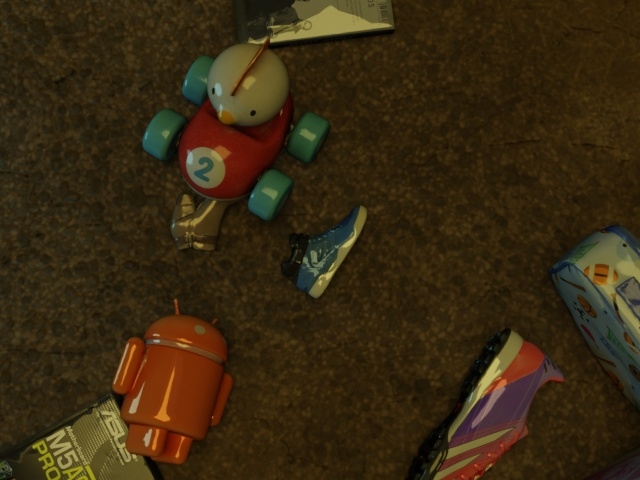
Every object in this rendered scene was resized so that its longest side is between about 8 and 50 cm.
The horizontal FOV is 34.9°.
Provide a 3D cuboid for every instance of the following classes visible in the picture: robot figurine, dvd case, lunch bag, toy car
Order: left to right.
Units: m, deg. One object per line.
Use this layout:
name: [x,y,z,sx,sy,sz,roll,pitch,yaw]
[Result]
robot figurine: [-0.204,0.197,1.422,0.158,0.128,0.219,15,71,-2]
toy car: [-0.113,-0.182,1.403,0.219,0.238,0.210,30,68,6]
dvd case: [-0.016,-0.388,1.544,0.238,0.029,0.179,-7,83,0]
lunch bag: [0.441,0.125,1.371,0.115,0.243,0.303,-36,83,-3]

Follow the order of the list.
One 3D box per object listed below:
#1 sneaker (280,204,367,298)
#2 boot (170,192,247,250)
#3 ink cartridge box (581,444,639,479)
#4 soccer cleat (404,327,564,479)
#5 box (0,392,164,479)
sneaker: [0.000,0.000,1.485,0.084,0.058,0.152,32,92,-4]
boot: [-0.163,-0.028,1.504,0.118,0.042,0.087,-4,90,2]
ink cartridge box: [0.385,0.353,1.305,0.330,0.324,0.071,-30,85,-3]
soccer cleat: [0.221,0.281,1.430,0.116,0.108,0.318,34,83,0]
box: [-0.326,0.385,1.447,0.216,0.060,0.270,-27,84,-1]
